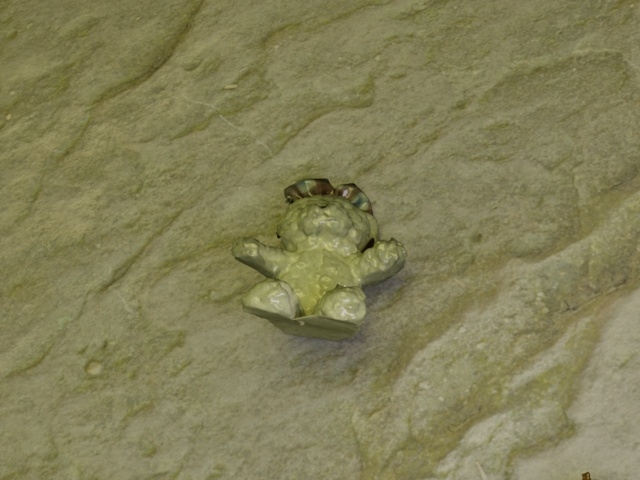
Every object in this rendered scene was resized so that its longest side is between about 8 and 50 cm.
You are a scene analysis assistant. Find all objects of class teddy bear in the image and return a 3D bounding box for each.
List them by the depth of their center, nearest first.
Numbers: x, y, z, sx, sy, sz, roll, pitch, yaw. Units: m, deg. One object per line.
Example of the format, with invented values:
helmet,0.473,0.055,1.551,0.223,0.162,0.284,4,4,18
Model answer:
teddy bear,0.000,0.000,1.971,0.328,0.375,0.362,6,76,7

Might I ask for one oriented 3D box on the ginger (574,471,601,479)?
ginger,0.393,0.554,1.575,0.274,0.152,0.357,-29,58,13
